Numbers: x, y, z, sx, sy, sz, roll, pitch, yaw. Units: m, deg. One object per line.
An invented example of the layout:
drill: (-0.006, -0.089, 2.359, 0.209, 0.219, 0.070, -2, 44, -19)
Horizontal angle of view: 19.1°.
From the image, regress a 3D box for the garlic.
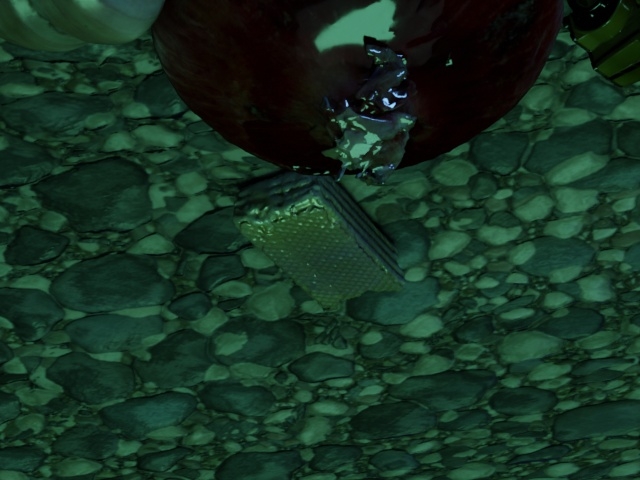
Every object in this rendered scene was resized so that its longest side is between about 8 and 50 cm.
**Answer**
garlic: (-0.218, -0.225, 1.482, 0.214, 0.160, 0.191, -5, 149, 30)

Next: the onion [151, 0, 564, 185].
onion: (0.033, -0.170, 1.566, 0.347, 0.285, 0.347, -3, 139, -3)

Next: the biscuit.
biscuit: (0.000, 0.000, 2.066, 0.108, 0.062, 0.239, -17, 148, 19)

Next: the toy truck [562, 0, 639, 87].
toy truck: (0.353, -0.216, 1.716, 0.257, 0.127, 0.127, -24, 148, 33)
